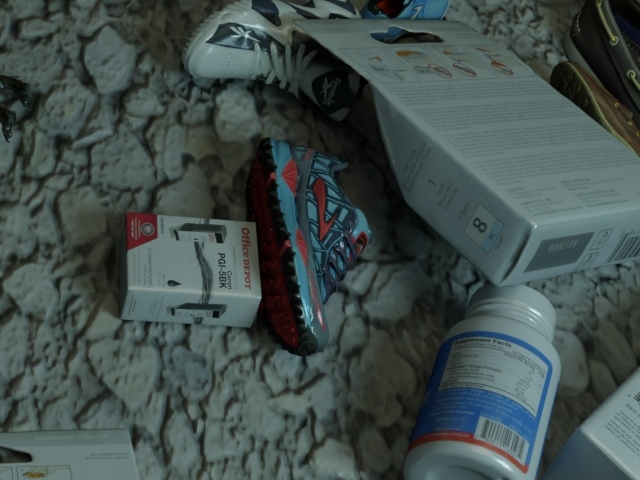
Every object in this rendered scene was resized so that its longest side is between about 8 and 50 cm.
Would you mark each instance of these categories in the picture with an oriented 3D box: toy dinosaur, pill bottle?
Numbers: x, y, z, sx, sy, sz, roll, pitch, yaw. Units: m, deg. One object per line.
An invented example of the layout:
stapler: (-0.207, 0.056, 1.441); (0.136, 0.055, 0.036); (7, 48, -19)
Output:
toy dinosaur: (-0.367, -0.148, 1.470); (0.118, 0.064, 0.268); (11, 48, -1)
pill bottle: (0.165, 0.152, 1.376); (0.124, 0.124, 0.221); (23, 50, 0)

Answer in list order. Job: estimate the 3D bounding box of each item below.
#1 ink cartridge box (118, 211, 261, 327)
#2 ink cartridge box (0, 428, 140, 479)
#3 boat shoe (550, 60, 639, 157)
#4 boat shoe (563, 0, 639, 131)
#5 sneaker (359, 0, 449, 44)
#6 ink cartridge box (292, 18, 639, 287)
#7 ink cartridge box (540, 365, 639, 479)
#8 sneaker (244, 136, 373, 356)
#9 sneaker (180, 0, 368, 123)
ink cartridge box: (-0.130, 0.029, 1.414); (0.135, 0.056, 0.099); (4, 53, -15)
ink cartridge box: (-0.279, 0.253, 1.192); (0.275, 0.060, 0.239); (1, 27, -18)
boat shoe: (0.339, -0.141, 1.694); (0.060, 0.064, 0.178); (-19, 68, -35)
boat shoe: (0.422, -0.177, 1.722); (0.116, 0.097, 0.324); (-19, 62, -29)
sneaker: (0.107, -0.287, 1.717); (0.063, 0.073, 0.162); (43, 53, 15)
ink cartridge box: (0.175, -0.111, 1.559); (0.308, 0.091, 0.385); (-9, 43, -46)
ink cartridge box: (0.386, 0.204, 1.414); (0.197, 0.114, 0.273); (43, 54, 16)
sneaker: (0.000, 0.000, 1.450); (0.125, 0.104, 0.262); (5, 53, -17)
sneaker: (-0.027, -0.194, 1.590); (0.235, 0.094, 0.153); (-11, 49, -37)
